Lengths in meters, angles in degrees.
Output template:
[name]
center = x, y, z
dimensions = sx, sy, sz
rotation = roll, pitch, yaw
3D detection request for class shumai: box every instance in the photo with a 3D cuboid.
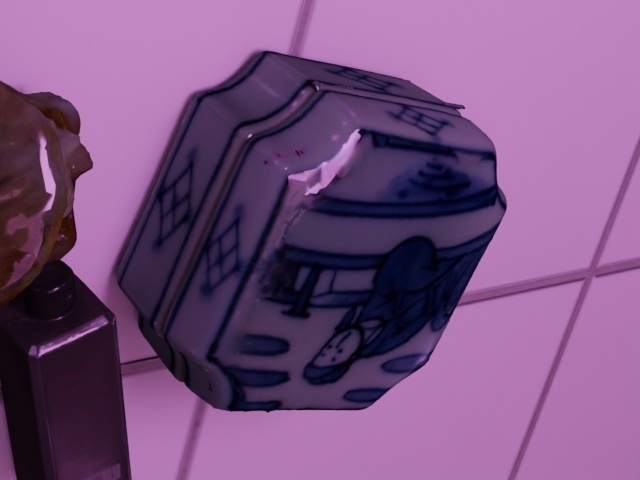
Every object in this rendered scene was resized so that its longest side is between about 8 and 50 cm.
[shumai]
center = -0.294, -0.037, 1.144
dimensions = 0.272, 0.203, 0.222
rotation = 14, 99, -9

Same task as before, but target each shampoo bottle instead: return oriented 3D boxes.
[shampoo bottle]
center = -0.209, 0.119, 1.378
dimensions = 0.080, 0.079, 0.246
rotation = -25, 136, -28

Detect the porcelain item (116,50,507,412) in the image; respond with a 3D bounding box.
[porcelain item]
center = 0.000, 0.000, 1.417
dimensions = 0.281, 0.157, 0.285
rotation = 8, 115, -45
